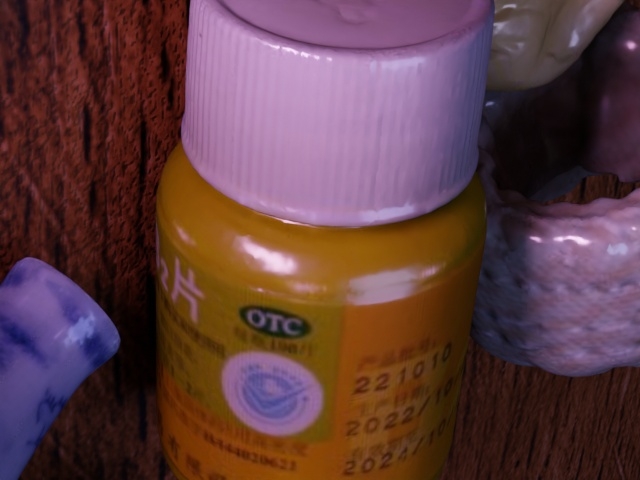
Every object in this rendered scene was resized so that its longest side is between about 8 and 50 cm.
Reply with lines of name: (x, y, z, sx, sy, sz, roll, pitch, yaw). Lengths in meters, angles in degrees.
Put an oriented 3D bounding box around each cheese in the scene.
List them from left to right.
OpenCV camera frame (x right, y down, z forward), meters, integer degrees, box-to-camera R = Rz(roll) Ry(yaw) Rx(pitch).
cheese: (0.143, -0.228, 1.068, 0.226, 0.117, 0.214, -47, 141, -19)

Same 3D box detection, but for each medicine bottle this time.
medicine bottle: (0.000, 0.000, 0.986, 0.224, 0.224, 0.384, -24, 136, -35)

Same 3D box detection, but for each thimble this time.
thimble: (0.222, -0.048, 1.173, 0.291, 0.291, 0.195, -40, 141, -19)

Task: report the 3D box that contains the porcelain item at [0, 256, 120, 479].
porcelain item: (-0.239, 0.129, 0.900, 0.259, 0.141, 0.141, -48, 145, -22)
